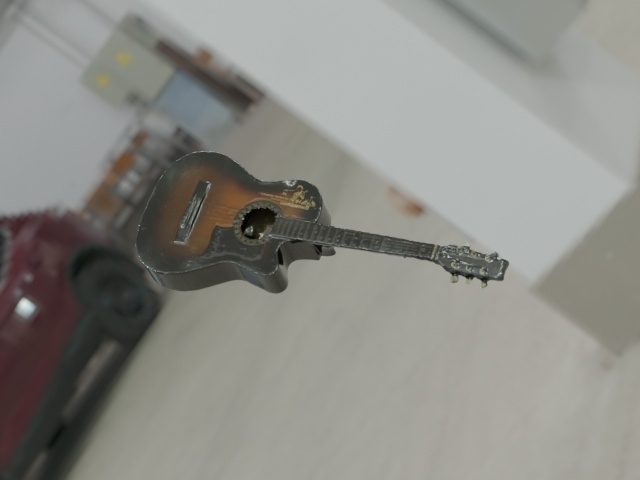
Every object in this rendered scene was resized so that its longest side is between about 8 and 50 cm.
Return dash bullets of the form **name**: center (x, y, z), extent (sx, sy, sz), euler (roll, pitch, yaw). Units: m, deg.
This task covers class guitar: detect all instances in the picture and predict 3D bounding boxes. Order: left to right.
- **guitar**: center (0.000, 0.000, 1.139), extent (0.025, 0.233, 0.088), euler (64, -138, -54)
